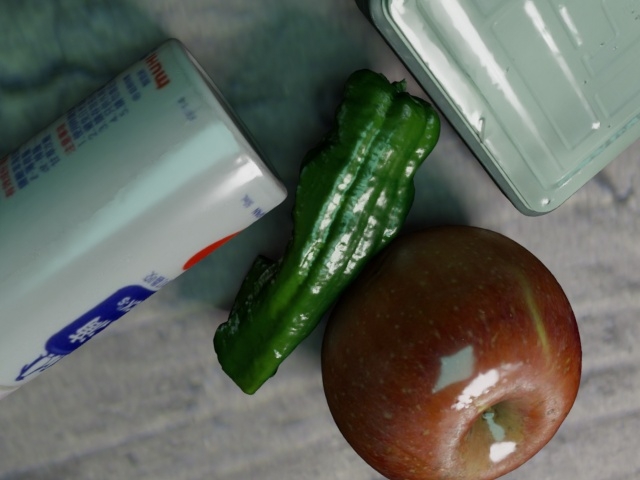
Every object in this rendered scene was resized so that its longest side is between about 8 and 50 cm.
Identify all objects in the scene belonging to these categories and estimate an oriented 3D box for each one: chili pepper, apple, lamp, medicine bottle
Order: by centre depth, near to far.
[{"bbox_3d":[-0.195,0.016,0.535,0.341,0.130,0.130,-35,115,2],"label":"medicine bottle"},{"bbox_3d":[0.190,-0.174,0.566,0.269,0.047,0.266,-42,130,7],"label":"lamp"},{"bbox_3d":[0.000,-0.001,0.581,0.084,0.099,0.253,28,109,-11],"label":"chili pepper"},{"bbox_3d":[0.095,0.085,0.618,0.201,0.162,0.201,-14,130,-18],"label":"apple"}]
